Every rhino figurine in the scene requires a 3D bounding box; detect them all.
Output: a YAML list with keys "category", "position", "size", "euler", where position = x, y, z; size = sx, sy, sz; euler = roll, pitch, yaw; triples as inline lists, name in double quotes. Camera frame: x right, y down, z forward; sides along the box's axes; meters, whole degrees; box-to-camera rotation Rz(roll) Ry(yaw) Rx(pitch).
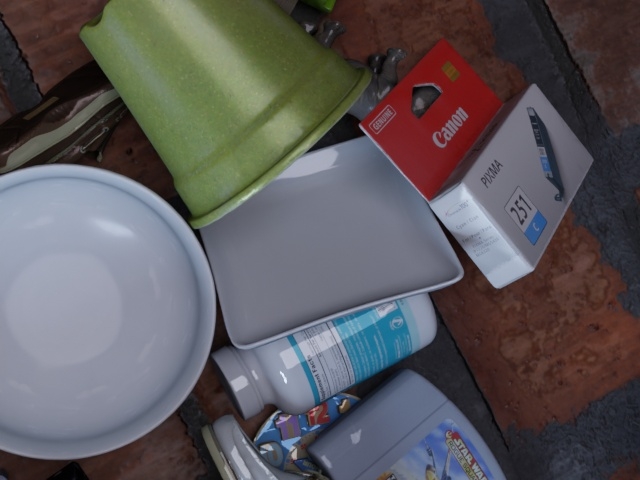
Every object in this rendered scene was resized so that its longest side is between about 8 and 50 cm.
- category: "rhino figurine"
  position: [0.072, -0.199, 1.406]
  size: [0.243, 0.073, 0.106]
  euler: [21, 77, -12]

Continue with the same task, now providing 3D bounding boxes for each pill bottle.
- category: "pill bottle"
  position: [0.000, 0.119, 1.326]
  size: [0.264, 0.146, 0.146]
  euler: [-27, 92, -13]

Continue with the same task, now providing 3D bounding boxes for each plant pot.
- category: "plant pot"
  position: [-0.126, -0.198, 1.227]
  size: [0.276, 0.276, 0.254]
  euler: [-44, 104, -13]

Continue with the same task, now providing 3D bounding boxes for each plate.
- category: "plate"
  position: [0.000, 0.000, 1.304]
  size: [0.278, 0.045, 0.277]
  euler: [-17, 48, -5]

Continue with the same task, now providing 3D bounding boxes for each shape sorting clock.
- category: "shape sorting clock"
  position: [0.006, 0.295, 1.367]
  size: [0.206, 0.040, 0.206]
  euler: [1, 85, -13]

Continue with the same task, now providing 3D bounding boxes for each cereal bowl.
- category: "cereal bowl"
  position: [-0.298, 0.080, 1.256]
  size: [0.339, 0.141, 0.339]
  euler: [0, 89, -13]

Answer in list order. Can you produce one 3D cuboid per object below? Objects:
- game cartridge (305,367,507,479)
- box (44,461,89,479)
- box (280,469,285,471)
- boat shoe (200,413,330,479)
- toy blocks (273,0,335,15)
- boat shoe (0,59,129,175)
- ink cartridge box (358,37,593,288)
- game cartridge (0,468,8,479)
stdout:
- category: "game cartridge"
  position: [0.135, 0.322, 1.368]
  size: [0.198, 0.062, 0.297]
  euler: [-36, 100, -16]
- category: "box"
  position: [-0.354, 0.418, 1.134]
  size: [0.343, 0.312, 0.179]
  euler: [-34, 94, -13]
- category: "box"
  position: [-0.073, 0.371, 1.322]
  size: [0.109, 0.042, 0.178]
  euler: [8, 93, -3]
- category: "boat shoe"
  position: [-0.024, 0.313, 1.250]
  size: [0.103, 0.113, 0.302]
  euler: [-34, 105, -2]
- category: "toy blocks"
  position: [-0.117, -0.421, 1.259]
  size: [0.381, 0.261, 0.191]
  euler: [25, 63, -9]
- category: "boat shoe"
  position: [-0.295, -0.142, 1.320]
  size: [0.257, 0.095, 0.095]
  euler: [-37, 129, -20]
- category: "ink cartridge box"
  position: [0.208, -0.121, 1.350]
  size: [0.261, 0.066, 0.296]
  euler: [49, 41, -8]
- category: "game cartridge"
  position: [-0.399, 0.309, 1.263]
  size: [0.017, 0.056, 0.083]
  euler: [40, 78, -14]
